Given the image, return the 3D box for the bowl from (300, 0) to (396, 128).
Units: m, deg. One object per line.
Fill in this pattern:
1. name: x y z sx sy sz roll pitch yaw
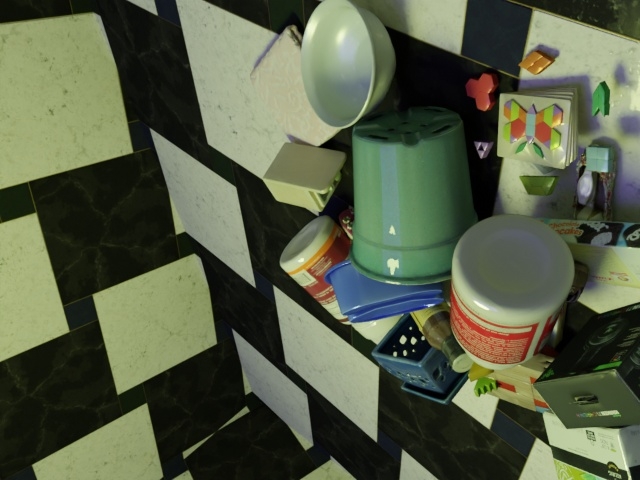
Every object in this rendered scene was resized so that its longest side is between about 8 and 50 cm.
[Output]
1. bowl: 0.085 -0.423 1.459 0.298 0.134 0.297 27 123 52

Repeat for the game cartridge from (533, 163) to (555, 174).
1. game cartridge: 0.486 -0.177 1.295 0.056 0.017 0.083 52 152 10

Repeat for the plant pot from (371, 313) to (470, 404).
1. plant pot: 0.344 0.360 1.897 0.236 0.236 0.212 2 130 56

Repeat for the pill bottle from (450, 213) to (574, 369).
1. pill bottle: 0.399 0.137 1.332 0.229 0.229 0.407 38 163 27

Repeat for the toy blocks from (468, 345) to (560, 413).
1. toy blocks: 0.560 0.352 1.607 0.261 0.190 0.381 15 152 32

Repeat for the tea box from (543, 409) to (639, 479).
1. tea box: 0.700 0.534 1.353 0.329 0.220 0.323 120 138 -78

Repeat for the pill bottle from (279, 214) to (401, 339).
1. pill bottle: 0.079 0.125 1.966 0.392 0.224 0.224 44 155 -17

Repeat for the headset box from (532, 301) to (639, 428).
1. headset box: 0.628 0.267 1.294 0.131 0.283 0.246 52 153 3

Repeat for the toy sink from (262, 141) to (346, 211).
1. toy sink: -0.028 -0.189 1.870 0.234 0.152 0.131 14 154 31

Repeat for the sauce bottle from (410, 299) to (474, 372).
1. sauce bottle: 0.335 0.236 1.743 0.344 0.112 0.111 -115 9 -53

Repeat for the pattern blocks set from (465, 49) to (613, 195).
1. pattern blocks set: 0.429 -0.229 1.223 0.325 0.026 0.285 1 105 58

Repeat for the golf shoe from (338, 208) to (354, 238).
1. golf shoe: 0.174 0.014 1.886 0.306 0.115 0.140 37 151 30

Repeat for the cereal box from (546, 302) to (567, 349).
1. cereal box: 0.518 0.163 1.593 0.240 0.047 0.173 28 145 39

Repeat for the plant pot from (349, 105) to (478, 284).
1. plant pot: 0.219 -0.125 1.465 0.341 0.341 0.334 22 130 45

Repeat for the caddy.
1. caddy: 0.182 0.100 1.672 0.241 0.342 0.179 54 -157 -67

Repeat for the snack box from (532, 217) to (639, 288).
1. snack box: 0.589 0.029 1.243 0.187 0.060 0.322 36 163 -33

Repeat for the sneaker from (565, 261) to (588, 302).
1. sneaker: 0.539 0.106 1.338 0.066 0.071 0.188 20 166 24

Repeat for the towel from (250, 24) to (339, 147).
1. towel: -0.063 -0.428 1.807 0.317 0.053 0.332 55 153 -6

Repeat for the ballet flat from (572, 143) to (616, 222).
1. ballet flat: 0.547 -0.082 1.244 0.091 0.077 0.240 20 138 43
